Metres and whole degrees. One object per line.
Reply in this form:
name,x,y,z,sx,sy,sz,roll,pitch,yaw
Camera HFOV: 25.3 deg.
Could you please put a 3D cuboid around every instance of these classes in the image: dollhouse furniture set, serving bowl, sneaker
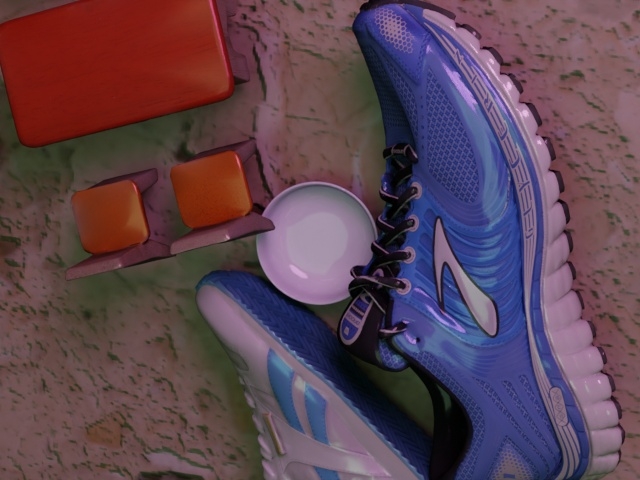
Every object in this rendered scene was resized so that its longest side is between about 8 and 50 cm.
dollhouse furniture set,-0.179,-0.101,0.907,0.259,0.135,0.262,-13,93,17
serving bowl,0.000,0.000,0.957,0.083,0.027,0.083,2,100,11
sneaker,-0.011,0.118,0.953,0.092,0.087,0.229,-42,89,17
sneaker,0.075,0.012,0.877,0.147,0.130,0.330,-18,97,-6
